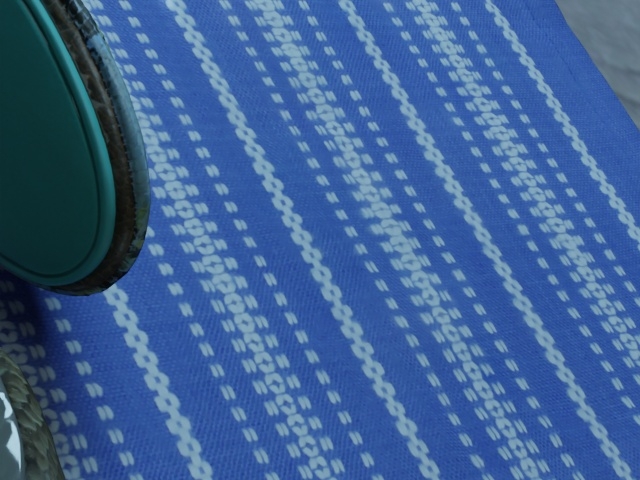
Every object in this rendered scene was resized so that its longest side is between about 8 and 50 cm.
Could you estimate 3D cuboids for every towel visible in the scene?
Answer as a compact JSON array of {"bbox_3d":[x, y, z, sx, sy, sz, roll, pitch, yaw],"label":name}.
[{"bbox_3d":[0.000,0.000,0.574,0.336,0.040,0.243,-6,56,-43],"label":"towel"}]

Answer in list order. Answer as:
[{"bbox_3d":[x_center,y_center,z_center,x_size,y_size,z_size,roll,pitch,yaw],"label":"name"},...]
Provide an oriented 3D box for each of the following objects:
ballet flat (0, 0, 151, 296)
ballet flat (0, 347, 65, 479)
[{"bbox_3d":[-0.096,-0.068,0.480,0.188,0.070,0.070,51,37,8],"label":"ballet flat"},{"bbox_3d":[-0.060,0.108,0.356,0.250,0.084,0.058,58,4,41],"label":"ballet flat"}]
